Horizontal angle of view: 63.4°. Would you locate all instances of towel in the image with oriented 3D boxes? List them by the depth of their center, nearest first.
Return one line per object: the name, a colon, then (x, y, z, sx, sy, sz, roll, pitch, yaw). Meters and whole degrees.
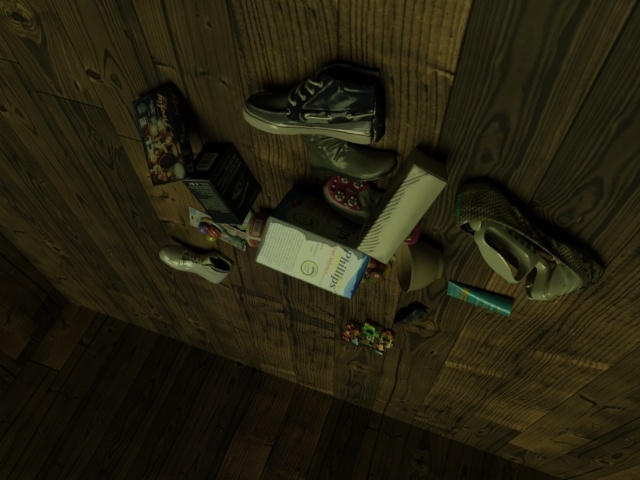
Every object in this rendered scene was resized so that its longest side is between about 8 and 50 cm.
towel: (-0.268, -0.084, 1.798, 0.113, 0.023, 0.152, 9, 149, 28)

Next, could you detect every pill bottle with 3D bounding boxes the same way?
pill bottle: (-0.125, -0.017, 1.700, 0.216, 0.121, 0.121, 13, 148, 18)

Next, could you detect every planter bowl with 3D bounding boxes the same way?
planter bowl: (0.297, 0.069, 1.539, 0.109, 0.162, 0.162, -4, 151, -9)

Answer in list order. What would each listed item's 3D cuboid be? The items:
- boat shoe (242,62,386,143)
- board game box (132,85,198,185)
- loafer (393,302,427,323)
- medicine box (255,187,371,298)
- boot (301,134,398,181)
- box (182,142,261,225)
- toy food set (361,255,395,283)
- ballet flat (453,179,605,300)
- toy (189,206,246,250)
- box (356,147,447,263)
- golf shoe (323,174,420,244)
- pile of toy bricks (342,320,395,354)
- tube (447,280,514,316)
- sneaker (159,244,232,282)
boat shoe: (-0.018, -0.325, 1.158, 0.340, 0.127, 0.158, 9, 141, 9)
board game box: (-0.429, -0.281, 1.426, 0.165, 0.042, 0.243, -6, 100, 40)
loafer: (0.331, 0.284, 1.931, 0.061, 0.062, 0.170, 26, 152, -14)
medicine box: (0.000, 0.000, 1.473, 0.289, 0.263, 0.149, 21, 115, 2)
boot: (0.059, -0.233, 1.278, 0.246, 0.083, 0.161, 6, 140, 25)
box: (-0.290, -0.165, 1.546, 0.108, 0.153, 0.207, 5, 145, 28)
toy food set: (0.164, 0.101, 1.739, 0.128, 0.071, 0.218, 32, 149, -14)
ballet flat: (0.513, 0.042, 1.297, 0.483, 0.182, 0.164, 33, 148, -16)
toy: (-0.392, -0.026, 1.935, 0.237, 0.056, 0.137, 23, 149, 1)
box: (0.198, -0.081, 1.281, 0.094, 0.113, 0.275, 27, 121, -7)
golf shoe: (0.140, -0.086, 1.447, 0.306, 0.115, 0.140, 33, 165, -14)
pile of toy bricks: (0.199, 0.382, 2.153, 0.212, 0.118, 0.105, 23, 119, 19)
tube: (0.511, 0.185, 1.667, 0.207, 0.052, 0.080, 18, 141, 21)
sneaker: (-0.504, 0.073, 2.135, 0.292, 0.108, 0.169, 24, 150, -21)
